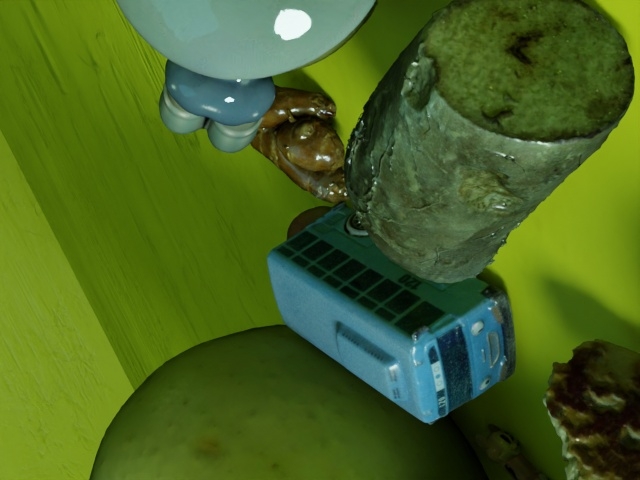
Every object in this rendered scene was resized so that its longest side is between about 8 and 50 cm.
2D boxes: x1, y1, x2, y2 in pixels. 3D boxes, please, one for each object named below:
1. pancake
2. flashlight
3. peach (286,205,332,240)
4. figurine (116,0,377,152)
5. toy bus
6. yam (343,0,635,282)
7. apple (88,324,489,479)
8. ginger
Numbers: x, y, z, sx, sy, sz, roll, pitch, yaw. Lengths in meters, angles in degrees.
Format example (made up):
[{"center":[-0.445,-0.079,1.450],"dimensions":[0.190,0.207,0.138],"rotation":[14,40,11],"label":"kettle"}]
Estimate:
[{"center":[0.228,0.221,0.736],"dimensions":[0.266,0.244,0.057],"rotation":[36,175,35],"label":"pancake"},{"center":[0.203,0.229,1.056],"dimensions":[0.110,0.052,0.031],"rotation":[48,120,14],"label":"flashlight"},{"center":[0.000,0.002,1.148],"dimensions":[0.083,0.083,0.083],"rotation":[47,155,30],"label":"peach"},{"center":[-0.051,-0.171,0.859],"dimensions":[0.225,0.205,0.382],"rotation":[16,153,7],"label":"figurine"},{"center":[0.064,0.068,1.012],"dimensions":[0.234,0.133,0.116],"rotation":[31,144,44],"label":"toy bus"},{"center":[0.103,-0.072,0.755],"dimensions":[0.154,0.154,0.254],"rotation":[56,159,11],"label":"yam"},{"center":[-0.022,0.322,1.136],"dimensions":[0.473,0.474,0.473],"rotation":[47,155,30],"label":"apple"},{"center":[-0.023,-0.113,1.075],"dimensions":[0.162,0.073,0.103],"rotation":[41,164,30],"label":"ginger"}]
